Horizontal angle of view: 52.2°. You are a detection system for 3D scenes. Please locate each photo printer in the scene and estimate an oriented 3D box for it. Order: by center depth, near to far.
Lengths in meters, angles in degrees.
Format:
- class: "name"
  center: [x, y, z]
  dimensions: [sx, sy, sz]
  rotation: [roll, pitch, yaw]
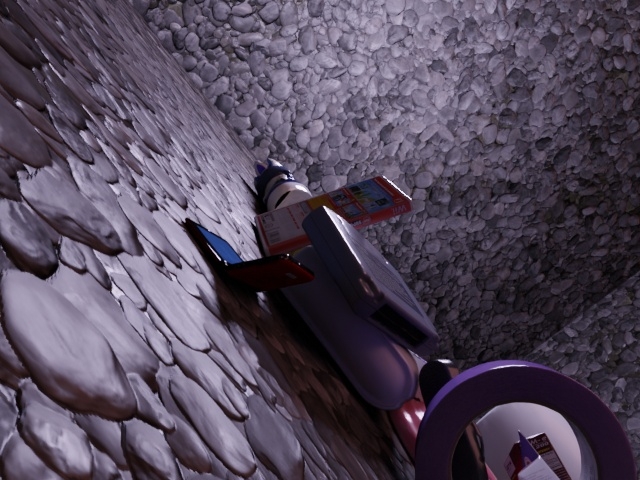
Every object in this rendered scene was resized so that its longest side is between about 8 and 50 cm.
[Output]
- class: "photo printer"
  center: [0.056, 0.147, 1.125]
  dimensions: [0.308, 0.107, 0.256]
  rotation: [53, 4, 3]

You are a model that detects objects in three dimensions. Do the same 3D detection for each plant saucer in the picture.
- class: "plant saucer"
  center: [0.254, 0.419, 1.188]
  dimensions: [0.332, 0.084, 0.332]
  rotation: [52, 4, -5]

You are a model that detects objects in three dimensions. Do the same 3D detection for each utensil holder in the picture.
- class: "utensil holder"
  center: [0.607, 0.636, 1.770]
  dimensions: [0.385, 0.327, 0.327]
  rotation: [52, 3, 31]

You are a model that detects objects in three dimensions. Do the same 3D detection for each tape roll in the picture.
- class: "tape roll"
  center: [0.263, 0.301, 0.870]
  dimensions: [0.275, 0.274, 0.090]
  rotation: [53, 3, 10]

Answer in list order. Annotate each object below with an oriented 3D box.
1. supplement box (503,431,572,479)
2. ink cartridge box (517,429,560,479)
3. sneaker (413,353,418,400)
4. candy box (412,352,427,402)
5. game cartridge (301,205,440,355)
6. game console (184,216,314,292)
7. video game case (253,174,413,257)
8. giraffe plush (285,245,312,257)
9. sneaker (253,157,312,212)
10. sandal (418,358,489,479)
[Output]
- class: "supplement box"
  center: [0.451, 0.512, 1.264]
  dimensions: [0.130, 0.073, 0.240]
  rotation: [86, -15, -52]
- class: "ink cartridge box"
  center: [0.413, 0.557, 1.120]
  dimensions: [0.330, 0.071, 0.324]
  rotation: [-127, -159, -62]
- class: "sneaker"
  center: [0.227, 0.342, 1.565]
  dimensions: [0.258, 0.094, 0.091]
  rotation: [52, -2, -27]
- class: "candy box"
  center: [0.162, 0.260, 1.338]
  dimensions: [0.164, 0.070, 0.196]
  rotation: [32, -8, 30]
- class: "game cartridge"
  center: [0.082, 0.064, 1.039]
  dimensions: [0.297, 0.062, 0.198]
  rotation: [39, 12, -52]
- class: "game console"
  center: [-0.085, 0.013, 0.831]
  dimensions: [0.144, 0.124, 0.085]
  rotation: [42, 37, -72]
- class: "video game case"
  center: [0.016, -0.052, 1.272]
  dimensions: [0.204, 0.284, 0.025]
  rotation: [-120, -168, -68]
- class: "giraffe plush"
  center: [0.000, 0.000, 1.390]
  dimensions: [0.181, 0.170, 0.210]
  rotation: [54, 4, 30]
- class: "sneaker"
  center: [-0.124, -0.135, 1.736]
  dimensions: [0.236, 0.130, 0.323]
  rotation: [43, 4, 20]
- class: "sandal"
  center: [0.212, 0.306, 0.983]
  dimensions: [0.054, 0.097, 0.255]
  rotation: [5, 71, -36]
